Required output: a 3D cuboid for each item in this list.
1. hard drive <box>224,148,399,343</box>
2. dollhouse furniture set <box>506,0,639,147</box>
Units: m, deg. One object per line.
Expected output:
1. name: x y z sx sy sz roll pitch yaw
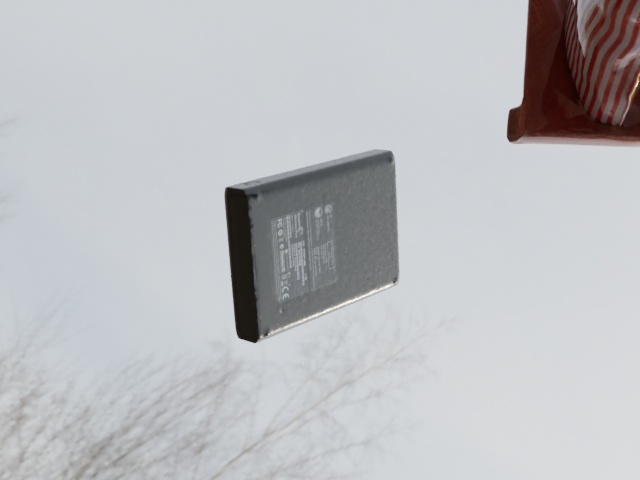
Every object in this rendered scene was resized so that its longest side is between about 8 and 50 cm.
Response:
1. hard drive: 0.000 0.000 0.626 0.022 0.135 0.094 11 -69 43
2. dollhouse furniture set: 0.158 -0.018 0.370 0.152 0.374 0.201 6 -25 3
